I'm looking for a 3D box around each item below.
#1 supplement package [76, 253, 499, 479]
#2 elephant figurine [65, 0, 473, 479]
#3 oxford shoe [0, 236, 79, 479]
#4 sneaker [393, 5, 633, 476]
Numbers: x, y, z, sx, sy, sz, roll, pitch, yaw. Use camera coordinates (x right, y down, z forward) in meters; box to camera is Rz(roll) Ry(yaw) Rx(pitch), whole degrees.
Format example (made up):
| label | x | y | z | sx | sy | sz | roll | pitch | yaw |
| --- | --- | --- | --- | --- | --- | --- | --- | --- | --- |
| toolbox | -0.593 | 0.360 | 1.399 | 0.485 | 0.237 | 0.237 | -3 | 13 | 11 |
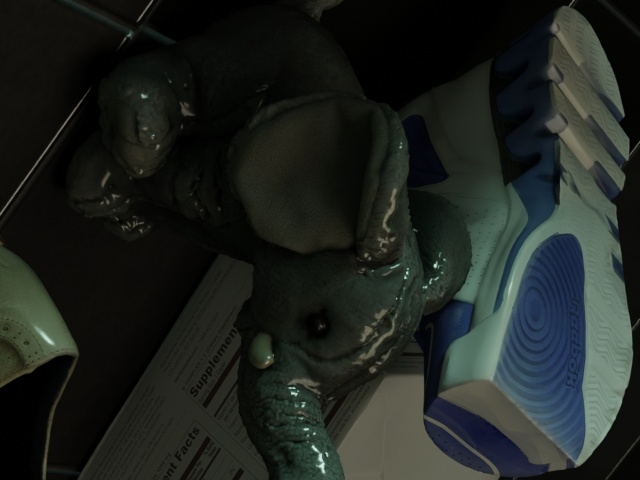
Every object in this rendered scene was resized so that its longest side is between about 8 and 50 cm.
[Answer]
| label | x | y | z | sx | sy | sz | roll | pitch | yaw |
| --- | --- | --- | --- | --- | --- | --- | --- | --- | --- |
| supplement package | 0.006 | 0.127 | 1.190 | 0.262 | 0.145 | 0.204 | 8 | 119 | -58 |
| elephant figurine | 0.000 | 0.000 | 0.914 | 0.169 | 0.239 | 0.186 | -14 | 137 | -47 |
| oxford shoe | -0.218 | 0.148 | 0.905 | 0.123 | 0.130 | 0.348 | -17 | 139 | -46 |
| sneaker | 0.080 | 0.011 | 1.068 | 0.182 | 0.315 | 0.127 | -19 | 129 | 31 |
